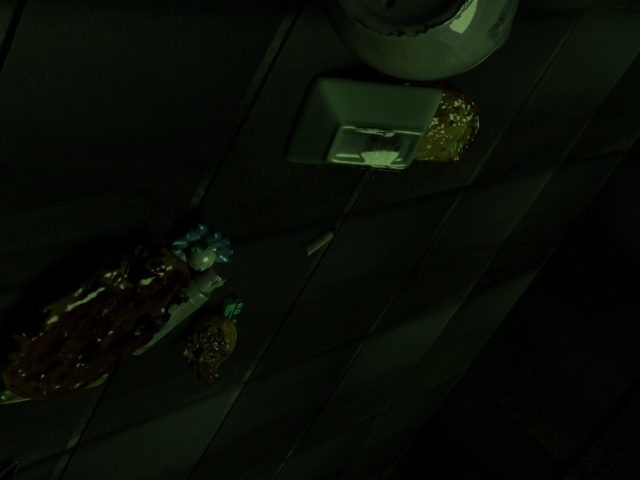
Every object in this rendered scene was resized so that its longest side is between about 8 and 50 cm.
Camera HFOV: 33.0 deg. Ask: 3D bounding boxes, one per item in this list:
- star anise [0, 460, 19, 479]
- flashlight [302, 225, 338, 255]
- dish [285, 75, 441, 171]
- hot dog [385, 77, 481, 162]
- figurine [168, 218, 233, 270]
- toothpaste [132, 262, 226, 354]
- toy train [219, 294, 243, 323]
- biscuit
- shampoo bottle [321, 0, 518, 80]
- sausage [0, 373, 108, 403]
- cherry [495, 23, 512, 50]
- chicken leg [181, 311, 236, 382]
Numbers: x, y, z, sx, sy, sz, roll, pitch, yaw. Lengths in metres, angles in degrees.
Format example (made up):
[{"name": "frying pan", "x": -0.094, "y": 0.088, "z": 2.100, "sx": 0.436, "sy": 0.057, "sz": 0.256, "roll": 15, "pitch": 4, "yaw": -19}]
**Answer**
[{"name": "star anise", "x": -0.585, "y": 0.496, "z": 1.866, "sx": 0.212, "sy": 0.073, "sz": 0.196, "roll": -13, "pitch": 104, "yaw": -51}, {"name": "flashlight", "x": 0.000, "y": 0.000, "z": 2.181, "sx": 0.083, "sy": 0.018, "sz": 0.018, "roll": -37, "pitch": 154, "yaw": -22}, {"name": "dish", "x": 0.081, "y": -0.176, "z": 1.824, "sx": 0.243, "sy": 0.080, "sz": 0.181, "roll": 2, "pitch": 134, "yaw": -25}, {"name": "hot dog", "x": 0.160, "y": -0.216, "z": 1.978, "sx": 0.259, "sy": 0.114, "sz": 0.175, "roll": -1, "pitch": 141, "yaw": -29}, {"name": "figurine", "x": -0.197, "y": 0.005, "z": 1.774, "sx": 0.114, "sy": 0.114, "sz": 0.079, "roll": 90, "pitch": 4, "yaw": -59}, {"name": "toothpaste", "x": -0.265, "y": 0.128, "z": 1.906, "sx": 0.234, "sy": 0.057, "sz": 0.089, "roll": -43, "pitch": 156, "yaw": 11}, {"name": "toy train", "x": -0.181, "y": 0.144, "z": 2.101, "sx": 0.045, "sy": 0.029, "sz": 0.092, "roll": -13, "pitch": 143, "yaw": -40}, {"name": "biscuit", "x": -0.358, "y": 0.122, "z": 1.697, "sx": 0.334, "sy": 0.081, "sz": 0.289, "roll": -34, "pitch": 156, "yaw": -16}, {"name": "shampoo bottle", "x": 0.143, "y": -0.358, "z": 1.504, "sx": 0.273, "sy": 0.273, "sz": 0.266, "roll": -49, "pitch": 167, "yaw": 8}, {"name": "sausage", "x": -0.449, "y": 0.242, "z": 1.797, "sx": 0.032, "sy": 0.033, "sz": 0.269, "roll": -55, "pitch": 156, "yaw": 20}, {"name": "cherry", "x": 0.265, "y": -0.389, "z": 1.871, "sx": 0.148, "sy": 0.115, "sz": 0.188, "roll": -38, "pitch": 160, "yaw": 35}, {"name": "chicken leg", "x": -0.218, "y": 0.222, "z": 2.093, "sx": 0.101, "sy": 0.085, "sz": 0.207, "roll": -57, "pitch": 171, "yaw": -39}]
